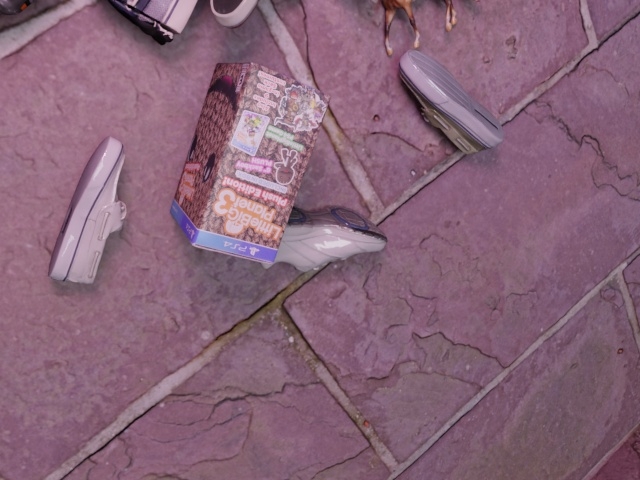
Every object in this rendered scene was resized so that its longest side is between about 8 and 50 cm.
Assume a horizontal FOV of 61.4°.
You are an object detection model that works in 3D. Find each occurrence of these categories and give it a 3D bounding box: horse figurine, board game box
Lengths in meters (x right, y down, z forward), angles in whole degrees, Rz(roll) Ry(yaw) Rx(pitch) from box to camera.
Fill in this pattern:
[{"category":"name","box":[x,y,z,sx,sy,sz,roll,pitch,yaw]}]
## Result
[{"category":"horse figurine","box":[0.204,-0.490,1.076,0.263,0.066,0.175,-28,122,-13]},{"category":"board game box","box":[-0.133,-0.140,0.930,0.141,0.232,0.291,16,98,-28]}]

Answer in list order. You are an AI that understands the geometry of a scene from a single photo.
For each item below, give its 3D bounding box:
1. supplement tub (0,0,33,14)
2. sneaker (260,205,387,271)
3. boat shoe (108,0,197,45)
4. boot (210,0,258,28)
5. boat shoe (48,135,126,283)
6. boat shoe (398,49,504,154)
[{"category":"supplement tub","box":[-0.436,-0.407,0.766,0.190,0.117,0.117,-44,119,-6]},{"category":"sneaker","box":[0.000,0.000,1.128,0.297,0.111,0.129,4,120,-22]},{"category":"boat shoe","box":[-0.231,-0.493,0.827,0.158,0.127,0.341,23,96,-37]},{"category":"boot","box":[-0.084,-0.429,0.903,0.244,0.088,0.176,-67,159,-8]},{"category":"boat shoe","box":[-0.379,-0.044,0.923,0.088,0.096,0.268,19,98,-33]},{"category":"boat shoe","box":[0.267,-0.280,1.152,0.302,0.094,0.109,34,45,-23]}]
